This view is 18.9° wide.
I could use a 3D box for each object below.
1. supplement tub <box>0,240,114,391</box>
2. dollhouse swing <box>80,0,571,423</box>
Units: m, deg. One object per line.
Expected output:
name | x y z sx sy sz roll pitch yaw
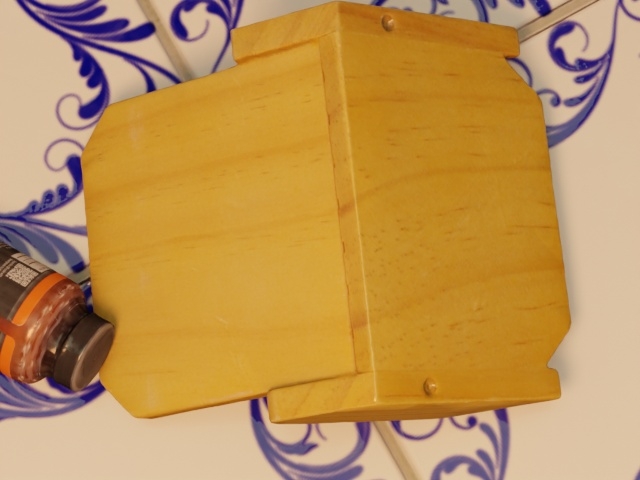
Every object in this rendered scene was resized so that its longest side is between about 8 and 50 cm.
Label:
supplement tub | -0.285 0.060 1.724 0.198 0.106 0.106 28 82 13
dollhouse swing | 0.000 0.000 1.756 0.315 0.305 0.347 3 75 -40
